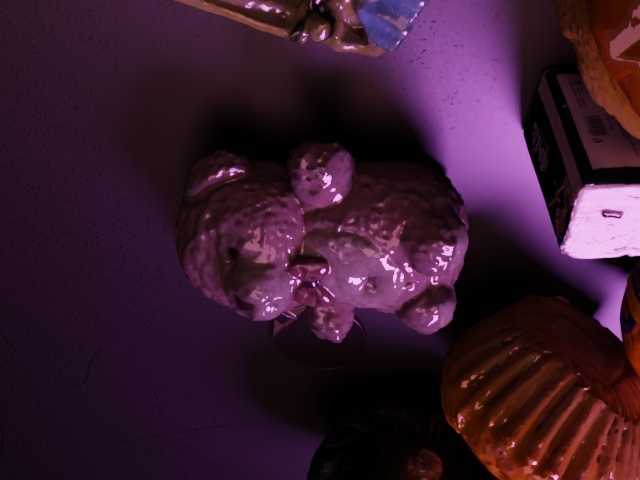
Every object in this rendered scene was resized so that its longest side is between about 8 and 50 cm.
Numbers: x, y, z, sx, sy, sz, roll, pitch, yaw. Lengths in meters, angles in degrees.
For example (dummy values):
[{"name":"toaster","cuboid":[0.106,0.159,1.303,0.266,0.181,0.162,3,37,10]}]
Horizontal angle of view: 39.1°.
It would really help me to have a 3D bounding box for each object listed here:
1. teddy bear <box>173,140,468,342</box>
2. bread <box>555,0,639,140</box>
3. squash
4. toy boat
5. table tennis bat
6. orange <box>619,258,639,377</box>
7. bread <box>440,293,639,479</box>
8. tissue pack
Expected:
[{"name":"teddy bear","cuboid":[0.001,-0.001,0.818,0.267,0.151,0.236,-2,135,-3]},{"name":"bread","cuboid":[0.298,-0.176,0.614,0.270,0.148,0.270,-1,97,-4]},{"name":"squash","cuboid":[0.106,0.282,0.972,0.252,0.252,0.165,-1,122,2]},{"name":"toy boat","cuboid":[-0.055,-0.221,0.665,0.276,0.084,0.111,13,143,-20]},{"name":"table tennis bat","cuboid":[-0.020,0.093,0.976,0.158,0.014,0.095,34,123,-25]},{"name":"orange","cuboid":[0.391,0.072,0.836,0.219,0.193,0.219,9,125,13]},{"name":"bread","cuboid":[0.229,0.161,0.890,0.240,0.240,0.139,27,114,-18]},{"name":"tissue pack","cuboid":[0.235,-0.067,0.743,0.103,0.170,0.090,1,132,0]}]
